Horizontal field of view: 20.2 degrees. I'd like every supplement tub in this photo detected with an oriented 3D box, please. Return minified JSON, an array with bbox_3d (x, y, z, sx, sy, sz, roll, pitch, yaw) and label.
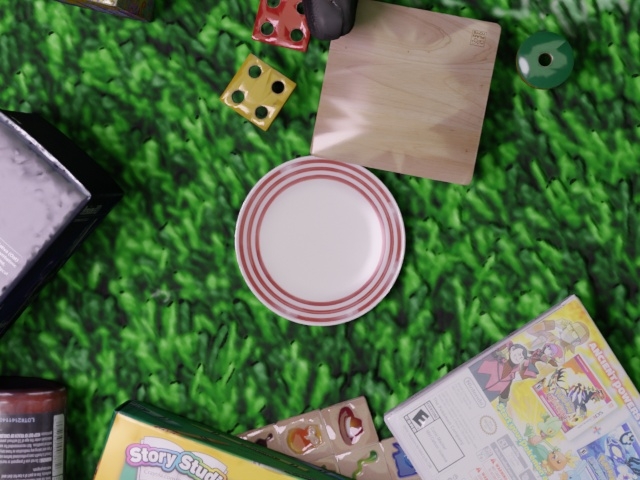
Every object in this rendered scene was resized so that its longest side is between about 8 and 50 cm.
[{"bbox_3d":[-0.261,0.214,1.470,0.106,0.106,0.198,3,93,4],"label":"supplement tub"}]

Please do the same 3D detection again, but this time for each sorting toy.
[{"bbox_3d":[0.060,-0.123,1.461,0.274,0.046,0.132,11,93,3],"label":"sorting toy"}]

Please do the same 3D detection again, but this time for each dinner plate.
[{"bbox_3d":[0.000,0.000,1.485,0.141,0.017,0.141,0,91,5],"label":"dinner plate"}]

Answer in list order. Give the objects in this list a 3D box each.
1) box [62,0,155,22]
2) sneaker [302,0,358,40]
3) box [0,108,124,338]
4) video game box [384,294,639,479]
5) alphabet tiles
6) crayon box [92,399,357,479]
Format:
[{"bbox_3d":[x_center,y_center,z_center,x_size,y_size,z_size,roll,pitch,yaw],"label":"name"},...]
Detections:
[{"bbox_3d":[-0.244,-0.348,1.411,0.279,0.177,0.290,13,93,3],"label":"box"},{"bbox_3d":[0.069,-0.290,1.409,0.162,0.106,0.281,4,79,-2],"label":"sneaker"},{"bbox_3d":[-0.271,0.003,1.438,0.108,0.153,0.207,42,95,1],"label":"box"},{"bbox_3d":[0.182,0.177,1.461,0.187,0.048,0.205,-32,90,4],"label":"video game box"},{"bbox_3d":[0.016,0.259,1.499,0.198,0.009,0.237,-17,91,5],"label":"alphabet tiles"},{"bbox_3d":[-0.059,0.254,1.459,0.278,0.081,0.165,20,93,4],"label":"crayon box"}]
